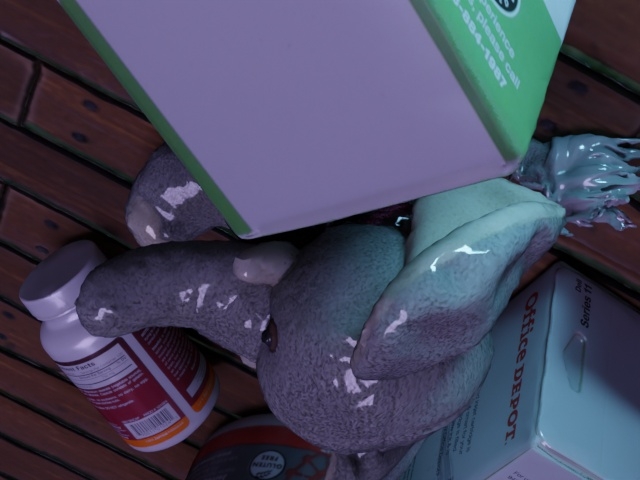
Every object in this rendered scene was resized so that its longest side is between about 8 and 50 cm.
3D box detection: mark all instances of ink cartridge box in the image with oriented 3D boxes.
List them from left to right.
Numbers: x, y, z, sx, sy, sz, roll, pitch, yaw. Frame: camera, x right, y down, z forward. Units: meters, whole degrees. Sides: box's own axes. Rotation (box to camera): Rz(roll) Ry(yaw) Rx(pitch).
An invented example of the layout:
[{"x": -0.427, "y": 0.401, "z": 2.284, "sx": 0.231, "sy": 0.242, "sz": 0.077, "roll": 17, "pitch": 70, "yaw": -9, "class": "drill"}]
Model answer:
[{"x": 0.009, "y": -0.171, "z": 0.407, "sx": 0.117, "sy": 0.278, "sz": 0.201, "roll": -15, "pitch": 124, "yaw": 35, "class": "ink cartridge box"}, {"x": 0.116, "y": 0.135, "z": 0.733, "sx": 0.087, "sy": 0.153, "sz": 0.208, "roll": 30, "pitch": 135, "yaw": -11, "class": "ink cartridge box"}]

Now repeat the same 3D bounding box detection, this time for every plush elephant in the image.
[{"x": 0.000, "y": 0.000, "z": 0.581, "sx": 0.330, "sy": 0.255, "sz": 0.271, "roll": 17, "pitch": 135, "yaw": 5, "class": "plush elephant"}]

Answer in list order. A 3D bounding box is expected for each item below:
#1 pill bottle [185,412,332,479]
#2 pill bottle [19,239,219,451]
[{"x": -0.050, "y": 0.322, "z": 0.821, "sx": 0.210, "sy": 0.363, "sz": 0.210, "roll": 11, "pitch": 134, "yaw": 11, "class": "pill bottle"}, {"x": -0.146, "y": 0.075, "z": 0.827, "sx": 0.086, "sy": 0.086, "sz": 0.152, "roll": -14, "pitch": 124, "yaw": 31, "class": "pill bottle"}]
